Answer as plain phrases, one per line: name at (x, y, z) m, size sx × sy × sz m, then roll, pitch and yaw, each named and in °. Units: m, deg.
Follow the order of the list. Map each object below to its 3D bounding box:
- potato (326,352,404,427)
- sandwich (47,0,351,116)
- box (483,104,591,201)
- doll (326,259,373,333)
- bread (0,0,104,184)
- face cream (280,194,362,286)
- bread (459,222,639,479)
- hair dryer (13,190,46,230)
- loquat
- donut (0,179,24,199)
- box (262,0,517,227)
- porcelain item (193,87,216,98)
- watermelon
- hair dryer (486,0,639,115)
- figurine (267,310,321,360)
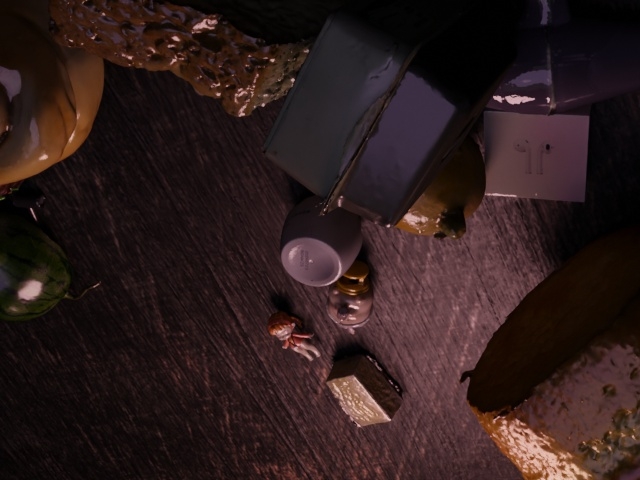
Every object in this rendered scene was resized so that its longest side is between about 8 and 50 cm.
potato at (0.068, 0.245, 1.711) m, size 0.086 × 0.061 × 0.122 m, roll -22°, pitch 117°, yaw 35°
sandwich at (-0.113, -0.281, 1.212) m, size 0.325 × 0.262 × 0.131 m, roll 22°, pitch 136°, yaw 1°
box at (0.278, -0.120, 1.343) m, size 0.130 × 0.051 × 0.129 m, roll 4°, pitch 129°, yaw 16°
doll at (0.042, 0.098, 1.583) m, size 0.073 × 0.084 × 0.127 m, roll 12°, pitch 123°, yaw 11°
bread at (-0.497, -0.239, 1.349) m, size 0.423 × 0.245 × 0.329 m, roll 22°, pitch 107°, yaw -7°
face cream at (0.000, 0.000, 1.504) m, size 0.117 × 0.104 × 0.117 m, roll 10°, pitch 131°, yaw 11°
bread at (0.380, 0.151, 1.330) m, size 0.215 × 0.398 × 0.398 m, roll 43°, pitch 129°, yaw -6°
hair dryer at (-0.462, -0.042, 1.688) m, size 0.047 × 0.026 × 0.083 m, roll 7°, pitch 133°, yaw 15°
loquat at (0.133, -0.080, 1.337) m, size 0.172 × 0.205 × 0.149 m, roll 14°, pitch 132°, yaw -47°
donut at (-0.559, -0.141, 1.593) m, size 0.230 × 0.096 × 0.216 m, roll 10°, pitch 130°, yaw 11°
box at (0.081, -0.154, 1.111) m, size 0.166 × 0.290 × 0.221 m, roll 35°, pitch 122°, yaw 6°
porcelain item at (-0.070, -0.234, 1.372) m, size 0.213 × 0.054 × 0.084 m, roll -1°, pitch 130°, yaw 21°
watermelon at (-0.520, 0.060, 1.725) m, size 0.204 × 0.127 × 0.232 m, roll -27°, pitch 118°, yaw 35°
hair dryer at (0.297, -0.314, 1.157) m, size 0.301 × 0.121 × 0.361 m, roll -5°, pitch 121°, yaw 12°
figurine at (-0.043, 0.155, 1.687) m, size 0.064 × 0.047 × 0.109 m, roll -29°, pitch 123°, yaw 27°
